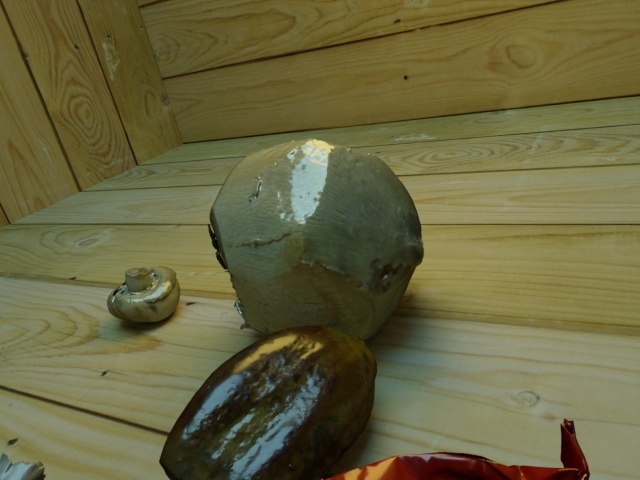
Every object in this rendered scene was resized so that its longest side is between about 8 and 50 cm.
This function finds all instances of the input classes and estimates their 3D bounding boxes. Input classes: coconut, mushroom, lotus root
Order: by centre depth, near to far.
[{"bbox_3d":[-0.050,0.217,0.646,0.193,0.193,0.291,10,35,44],"label":"lotus root"},{"bbox_3d":[0.000,0.000,0.881,0.360,0.346,0.346,-5,23,38],"label":"coconut"},{"bbox_3d":[-0.374,0.110,1.109,0.154,0.122,0.154,-10,30,6],"label":"mushroom"}]

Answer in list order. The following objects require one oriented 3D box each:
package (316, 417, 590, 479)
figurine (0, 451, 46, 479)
[{"bbox_3d":[0.019,0.285,0.399,0.424,0.196,0.123,-14,28,-5],"label":"package"},{"bbox_3d":[-0.346,0.334,0.528,0.387,0.166,0.207,5,46,43],"label":"figurine"}]
